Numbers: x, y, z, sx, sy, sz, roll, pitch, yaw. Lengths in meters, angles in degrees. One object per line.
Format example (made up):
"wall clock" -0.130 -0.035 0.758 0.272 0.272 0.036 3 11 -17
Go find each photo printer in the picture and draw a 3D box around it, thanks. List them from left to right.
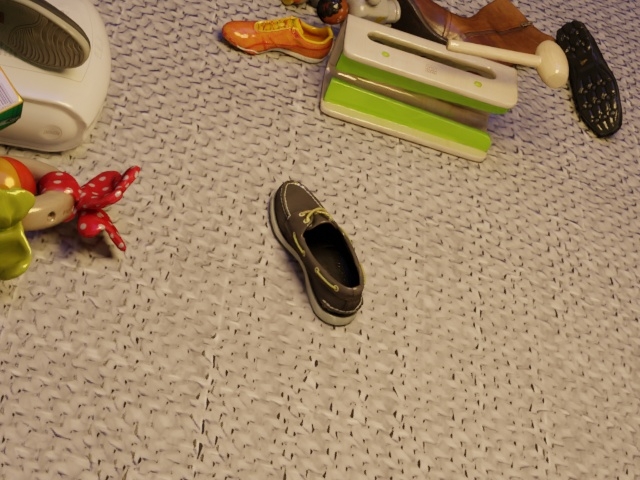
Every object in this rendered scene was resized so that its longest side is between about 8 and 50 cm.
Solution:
"photo printer" -0.429 -0.242 1.518 0.307 0.107 0.256 9 47 -16

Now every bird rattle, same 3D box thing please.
"bird rattle" -0.352 -0.058 1.374 0.207 0.143 0.253 29 39 28

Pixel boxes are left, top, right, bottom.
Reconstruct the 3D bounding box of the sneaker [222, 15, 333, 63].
"sneaker" -0.065 -0.321 1.781 0.175 0.067 0.064 3 50 -19

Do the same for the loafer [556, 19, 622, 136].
"loafer" 0.459 -0.269 1.955 0.078 0.076 0.223 31 39 -55

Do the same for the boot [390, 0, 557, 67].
"boot" 0.243 -0.376 1.947 0.264 0.096 0.280 42 46 17

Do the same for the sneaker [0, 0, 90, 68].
"sneaker" -0.370 -0.305 1.465 0.222 0.083 0.118 28 44 3

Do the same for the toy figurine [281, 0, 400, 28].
"toy figurine" 0.035 -0.440 1.820 0.148 0.210 0.213 -1 29 -30

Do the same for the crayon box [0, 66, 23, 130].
"crayon box" -0.505 -0.155 1.329 0.278 0.081 0.165 -32 90 -21

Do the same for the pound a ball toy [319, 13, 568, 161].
"pound a ball toy" 0.183 -0.258 1.729 0.319 0.208 0.136 16 45 -9

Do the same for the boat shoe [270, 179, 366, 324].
"boat shoe" 0.000 0.000 1.506 0.081 0.069 0.228 -6 52 -28
